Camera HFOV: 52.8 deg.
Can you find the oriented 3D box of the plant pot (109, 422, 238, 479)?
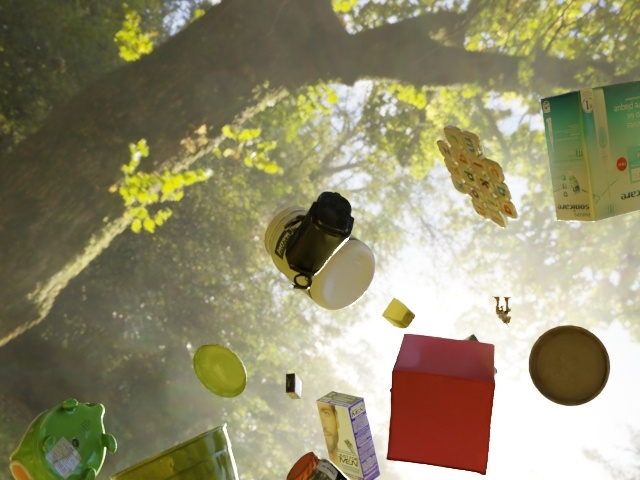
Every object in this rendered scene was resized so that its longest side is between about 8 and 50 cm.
[{"bbox_3d":[-0.384,0.784,1.906,0.366,0.367,0.352,111,-44,-73],"label":"plant pot"}]

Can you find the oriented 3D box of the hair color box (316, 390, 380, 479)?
[{"bbox_3d":[0.110,0.786,2.570,0.185,0.110,0.338,-3,-79,48],"label":"hair color box"}]

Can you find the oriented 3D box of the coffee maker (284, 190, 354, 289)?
[{"bbox_3d":[0.000,0.000,1.491,0.178,0.120,0.171,127,-43,-52],"label":"coffee maker"}]

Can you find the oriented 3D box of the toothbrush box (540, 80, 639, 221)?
[{"bbox_3d":[0.652,-0.205,1.493,0.126,0.217,0.295,-171,-110,-68],"label":"toothbrush box"}]

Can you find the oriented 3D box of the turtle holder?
[{"bbox_3d":[-0.759,0.582,1.868,0.243,0.228,0.320,41,30,-41],"label":"turtle holder"}]

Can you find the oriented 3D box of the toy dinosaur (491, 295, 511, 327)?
[{"bbox_3d":[0.615,0.246,2.190,0.064,0.112,0.211,0,-4,16],"label":"toy dinosaur"}]

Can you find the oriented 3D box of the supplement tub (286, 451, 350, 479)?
[{"bbox_3d":[0.018,0.588,1.492,0.190,0.117,0.117,47,-17,-7],"label":"supplement tub"}]

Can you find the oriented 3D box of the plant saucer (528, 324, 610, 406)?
[{"bbox_3d":[0.852,0.428,2.208,0.278,0.277,0.041,25,0,43],"label":"plant saucer"}]

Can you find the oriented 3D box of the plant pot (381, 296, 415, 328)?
[{"bbox_3d":[0.276,0.256,2.208,0.081,0.081,0.083,42,-11,-29],"label":"plant pot"}]

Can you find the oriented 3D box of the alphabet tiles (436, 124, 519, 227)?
[{"bbox_3d":[0.402,-0.163,1.655,0.284,0.021,0.278,62,-9,-28],"label":"alphabet tiles"}]

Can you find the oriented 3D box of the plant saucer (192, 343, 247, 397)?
[{"bbox_3d":[-0.381,0.496,2.490,0.241,0.037,0.240,10,-64,22],"label":"plant saucer"}]

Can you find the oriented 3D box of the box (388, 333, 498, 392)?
[{"bbox_3d":[0.446,0.504,2.322,0.182,0.296,0.294,59,24,9],"label":"box"}]

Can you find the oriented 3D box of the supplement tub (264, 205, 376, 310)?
[{"bbox_3d":[-0.009,0.047,2.028,0.325,0.235,0.235,37,-14,43],"label":"supplement tub"}]

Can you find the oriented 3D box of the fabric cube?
[{"bbox_3d":[0.316,0.414,1.671,0.254,0.258,0.258,6,13,12],"label":"fabric cube"}]

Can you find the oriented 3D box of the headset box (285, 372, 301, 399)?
[{"bbox_3d":[-0.085,0.450,1.994,0.032,0.062,0.083,-8,-30,11],"label":"headset box"}]
